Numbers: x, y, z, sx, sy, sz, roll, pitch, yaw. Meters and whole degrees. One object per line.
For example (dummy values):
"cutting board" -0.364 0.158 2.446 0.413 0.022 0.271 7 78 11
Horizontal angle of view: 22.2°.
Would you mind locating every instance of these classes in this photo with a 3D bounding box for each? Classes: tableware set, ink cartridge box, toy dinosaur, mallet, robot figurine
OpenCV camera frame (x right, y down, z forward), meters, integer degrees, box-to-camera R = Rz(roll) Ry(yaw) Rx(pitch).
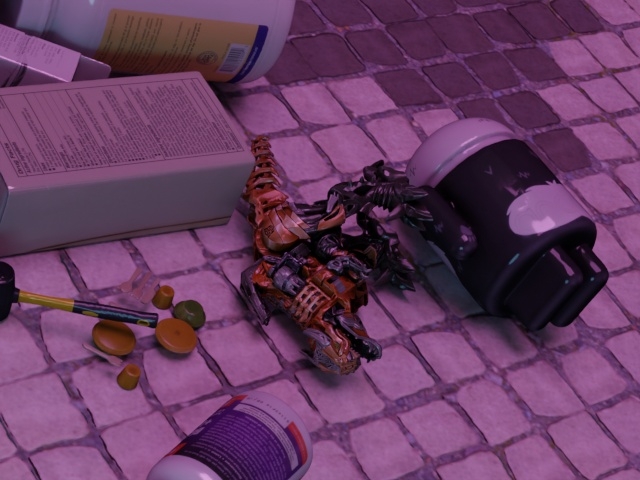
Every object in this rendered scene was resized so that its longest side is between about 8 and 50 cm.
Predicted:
"tableware set" -0.185 0.099 1.739 0.104 0.024 0.154 30 39 -1
"ink cartridge box" -0.343 -0.179 1.881 0.180 0.104 0.060 19 41 -8
"toy dinosaur" 0.000 0.000 1.852 0.218 0.164 0.322 -16 76 -19
"mallet" -0.265 0.073 1.692 0.190 0.062 0.039 17 41 -13
"robot figurine" 0.216 -0.020 1.961 0.174 0.209 0.278 -35 64 -6

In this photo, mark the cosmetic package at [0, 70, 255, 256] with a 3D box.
"cosmetic package" -0.249 -0.090 1.832 0.309 0.113 0.160 -9 52 -33

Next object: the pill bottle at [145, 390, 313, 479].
"pill bottle" -0.101 0.235 1.571 0.108 0.108 0.193 38 41 13

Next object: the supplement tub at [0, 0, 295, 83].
"supplement tub" -0.219 -0.322 1.992 0.331 0.241 0.241 3 46 -25
